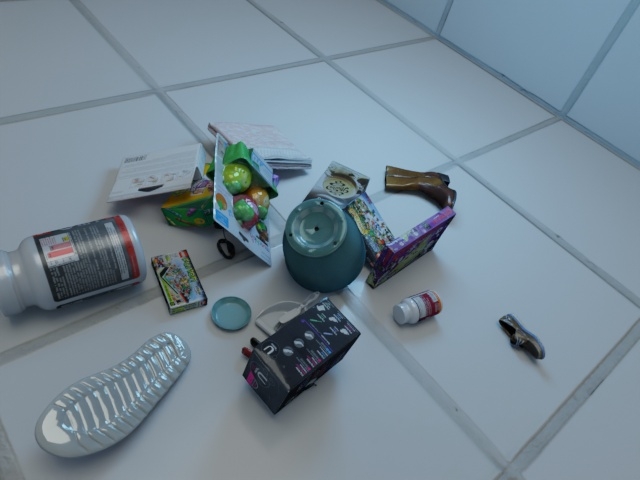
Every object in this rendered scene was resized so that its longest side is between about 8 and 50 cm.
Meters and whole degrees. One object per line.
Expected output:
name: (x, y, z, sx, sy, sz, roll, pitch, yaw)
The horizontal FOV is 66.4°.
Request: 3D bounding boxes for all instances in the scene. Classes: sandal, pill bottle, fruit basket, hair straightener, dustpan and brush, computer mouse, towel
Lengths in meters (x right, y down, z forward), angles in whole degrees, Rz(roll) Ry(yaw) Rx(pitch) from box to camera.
sandal: (-0.482, 0.383, 1.199, 0.169, 0.102, 0.416, 47, 38, 8)
pill bottle: (-0.691, 0.069, 1.349, 0.363, 0.210, 0.210, -18, 54, -30)
fruit basket: (-0.240, -0.135, 1.600, 0.165, 0.327, 0.353, -24, 53, 15)
pill bottle: (0.313, 0.219, 1.585, 0.152, 0.086, 0.086, -14, 53, -27)
hair straightener: (-0.104, 0.339, 1.375, 0.230, 0.047, 0.089, 28, 47, 11)
dustpan and brush: (-0.075, 0.219, 1.487, 0.147, 0.060, 0.211, 35, 40, 24)
computer mouse: (-0.329, -0.033, 1.679, 0.071, 0.041, 0.242, -10, 57, -9)
towel: (-0.234, -0.383, 1.951, 0.332, 0.053, 0.317, -8, 42, -45)

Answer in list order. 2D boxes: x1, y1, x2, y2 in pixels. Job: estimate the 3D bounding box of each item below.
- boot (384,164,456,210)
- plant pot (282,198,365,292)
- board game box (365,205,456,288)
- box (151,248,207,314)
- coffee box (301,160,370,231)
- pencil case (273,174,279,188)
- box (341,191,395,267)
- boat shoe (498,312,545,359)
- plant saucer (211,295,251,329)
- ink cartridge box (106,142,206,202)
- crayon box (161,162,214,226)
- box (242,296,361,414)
boot: (0.408, -0.219, 2.025, 0.280, 0.096, 0.264, 9, 46, -7)
plant pot: (0.000, 0.000, 1.513, 0.271, 0.255, 0.272, -2, 70, 6)
board game box: (0.313, 0.022, 1.688, 0.347, 0.208, 0.056, -29, 60, -35)
box: (-0.433, 0.123, 1.495, 0.114, 0.036, 0.207, -14, 53, -28)
coffee box: (0.052, -0.153, 1.840, 0.168, 0.119, 0.297, 25, 46, 7)
pencil case: (-0.256, -0.260, 1.875, 0.206, 0.088, 0.086, 31, 37, 12)
box: (0.170, -0.039, 1.727, 0.233, 0.044, 0.159, 57, 42, -6)
boat shoe: (0.656, 0.322, 1.608, 0.066, 0.066, 0.183, -13, 42, -20)
plant saucer: (-0.266, 0.220, 1.461, 0.119, 0.021, 0.119, 8, 45, -8)
ink cartridge box: (-0.559, -0.217, 1.692, 0.296, 0.066, 0.261, -9, 46, 5)
crayon box: (-0.406, -0.164, 1.706, 0.165, 0.081, 0.278, 2, 42, 20)
box: (-0.050, 0.299, 1.293, 0.270, 0.165, 0.143, -30, 67, -38)
